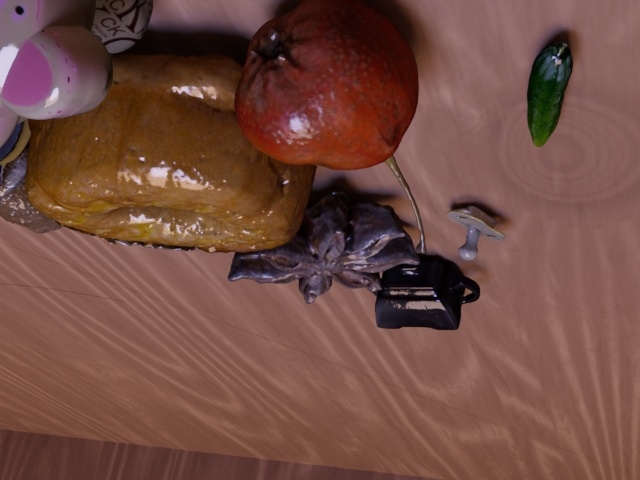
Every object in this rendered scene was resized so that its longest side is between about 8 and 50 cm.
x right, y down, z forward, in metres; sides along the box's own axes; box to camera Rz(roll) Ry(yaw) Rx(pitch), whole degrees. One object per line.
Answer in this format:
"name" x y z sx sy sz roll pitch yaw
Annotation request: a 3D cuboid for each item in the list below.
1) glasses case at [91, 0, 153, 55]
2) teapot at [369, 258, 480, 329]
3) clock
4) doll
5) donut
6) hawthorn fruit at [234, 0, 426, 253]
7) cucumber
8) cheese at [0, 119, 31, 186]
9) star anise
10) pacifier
"glasses case" -0.322 -0.219 0.857 0.355 0.085 0.137 -3 148 27
"teapot" 0.133 0.063 1.252 0.177 0.087 0.096 1 142 21
"clock" -0.328 -0.200 0.726 0.309 0.284 0.114 -5 -170 23
"doll" -0.374 -0.072 1.169 0.105 0.115 0.221 -4 159 39
"donut" -0.159 -0.085 0.970 0.299 0.150 0.317 16 161 -33
"hawthorn fruit" 0.048 -0.099 0.845 0.165 0.165 0.285 -15 133 43
"cucumber" 0.213 -0.143 0.845 0.039 0.039 0.168 7 156 10
"cheese" -0.382 -0.108 1.051 0.086 0.162 0.036 11 -164 -4
"star anise" -0.001 0.000 1.152 0.236 0.109 0.223 -13 161 12
"pacifier" 0.184 -0.007 1.106 0.083 0.064 0.068 29 167 -32
